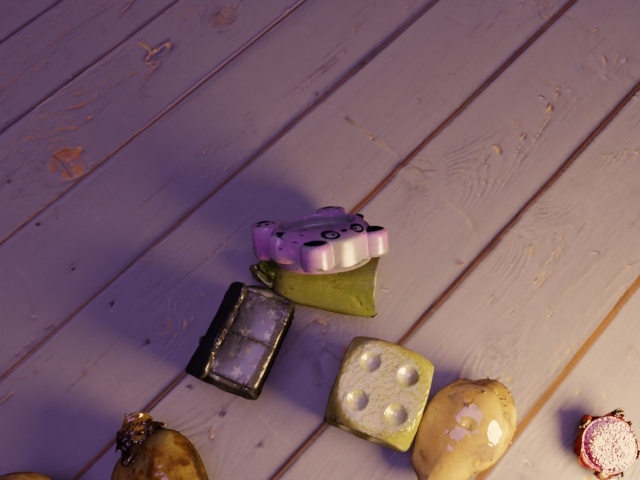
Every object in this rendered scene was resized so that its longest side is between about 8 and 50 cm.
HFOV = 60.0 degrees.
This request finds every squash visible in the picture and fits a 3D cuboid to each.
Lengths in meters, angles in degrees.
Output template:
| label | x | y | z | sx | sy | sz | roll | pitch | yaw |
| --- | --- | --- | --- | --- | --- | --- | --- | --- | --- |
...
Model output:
| label | x | y | z | sx | sy | sz | roll | pitch | yaw |
| --- | --- | --- | --- | --- | --- | --- | --- | --- | --- |
| squash | -0.010 | 0.096 | 1.184 | 0.288 | 0.137 | 0.137 | 0 | 67 | 18 |

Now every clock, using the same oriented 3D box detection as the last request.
| label | x | y | z | sx | sy | sz | roll | pitch | yaw |
| --- | --- | --- | --- | --- | --- | --- | --- | --- | --- |
| clock | 0.000 | 0.000 | 1.126 | 0.228 | 0.248 | 0.090 | -15 | 107 | -28 |

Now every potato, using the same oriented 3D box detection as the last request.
| label | x | y | z | sx | sy | sz | roll | pitch | yaw |
| --- | --- | --- | --- | --- | --- | --- | --- | --- | --- |
| potato | 0.264 | 0.353 | 1.041 | 0.235 | 0.128 | 0.161 | -28 | 65 | -3 |

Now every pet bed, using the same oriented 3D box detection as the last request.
| label | x | y | z | sx | sy | sz | roll | pitch | yaw |
| --- | --- | --- | --- | --- | --- | --- | --- | --- | --- |
| pet bed | -0.159 | 0.193 | 1.100 | 0.159 | 0.183 | 0.210 | 22 | 72 | 5 |

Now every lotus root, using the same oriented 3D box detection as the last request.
| label | x | y | z | sx | sy | sz | roll | pitch | yaw |
| --- | --- | --- | --- | --- | --- | --- | --- | --- | --- |
| lotus root | -0.284 | 0.465 | 1.007 | 0.169 | 0.141 | 0.314 | -34 | 64 | 6 |

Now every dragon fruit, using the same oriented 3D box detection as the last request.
| label | x | y | z | sx | sy | sz | roll | pitch | yaw |
| --- | --- | --- | --- | --- | --- | --- | --- | --- | --- |
| dragon fruit | 0.537 | 0.384 | 1.052 | 0.112 | 0.068 | 0.126 | -13 | 80 | 9 |

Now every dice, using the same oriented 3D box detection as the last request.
| label | x | y | z | sx | sy | sz | roll | pitch | yaw |
| --- | --- | --- | --- | --- | --- | --- | --- | --- | --- |
| dice | 0.110 | 0.291 | 1.051 | 0.166 | 0.169 | 0.169 | 19 | 69 | 11 |

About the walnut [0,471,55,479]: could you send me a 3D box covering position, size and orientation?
| label | x | y | z | sx | sy | sz | roll | pitch | yaw |
| --- | --- | --- | --- | --- | --- | --- | --- | --- | --- |
| walnut | -0.521 | 0.532 | 0.961 | 0.261 | 0.225 | 0.225 | 38 | 74 | 11 |
